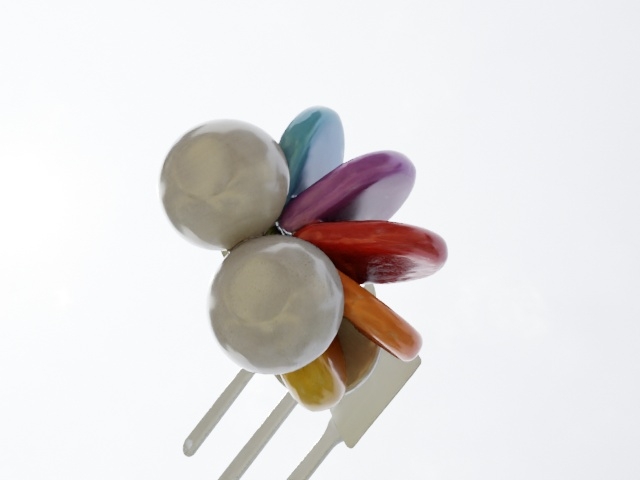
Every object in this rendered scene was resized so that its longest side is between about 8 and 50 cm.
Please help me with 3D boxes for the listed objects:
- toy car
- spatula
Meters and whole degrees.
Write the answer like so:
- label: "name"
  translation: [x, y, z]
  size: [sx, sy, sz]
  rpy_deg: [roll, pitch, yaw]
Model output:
- label: "toy car"
  translation: [0.000, 0.000, 0.621]
  size: [0.136, 0.159, 0.182]
  rpy_deg: [-27, -110, 7]
- label: "spatula"
  translation: [-0.024, 0.121, 0.800]
  size: [0.242, 0.019, 0.168]
  rpy_deg: [-54, -141, 21]
